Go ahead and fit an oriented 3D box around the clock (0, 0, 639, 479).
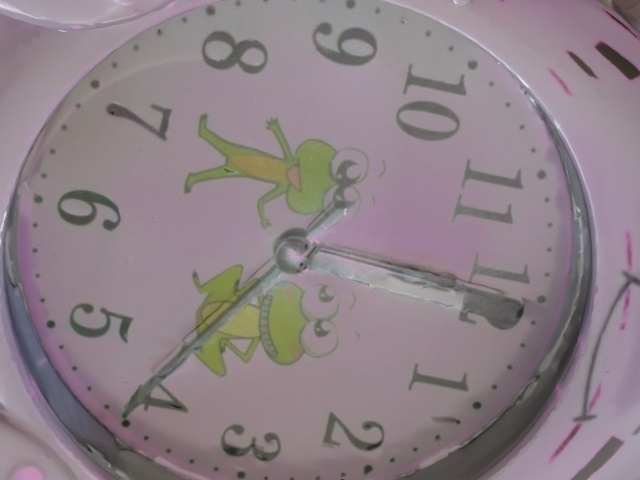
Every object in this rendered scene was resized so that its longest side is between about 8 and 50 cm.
[{"bbox_3d":[0.000,0.000,0.649,0.113,0.322,0.295,-98,-159,-70],"label":"clock"}]
